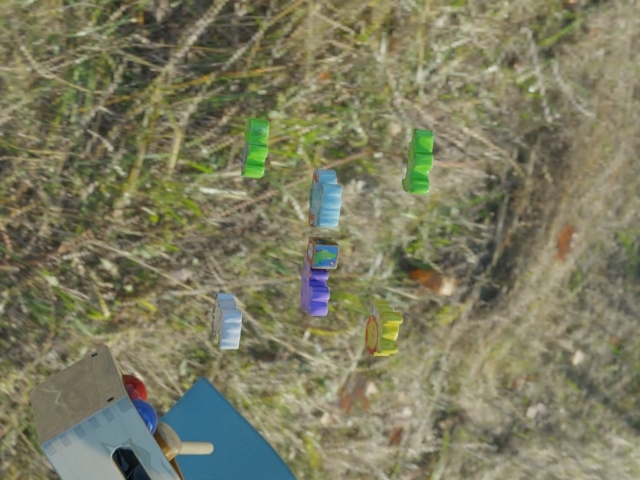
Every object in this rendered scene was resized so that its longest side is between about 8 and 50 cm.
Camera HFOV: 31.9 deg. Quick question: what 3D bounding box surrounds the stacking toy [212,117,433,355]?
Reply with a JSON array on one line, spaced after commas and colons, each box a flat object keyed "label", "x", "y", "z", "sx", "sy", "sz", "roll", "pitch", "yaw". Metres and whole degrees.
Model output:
[{"label": "stacking toy", "x": 0.000, "y": 0.000, "z": 0.992, "sx": 0.167, "sy": 0.052, "sz": 0.221, "roll": 3, "pitch": 109, "yaw": -17}]

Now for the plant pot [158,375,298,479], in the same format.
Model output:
[{"label": "plant pot", "x": -0.119, "y": 0.317, "z": 1.306, "sx": 0.234, "sy": 0.165, "sz": 0.165, "roll": 41, "pitch": 58, "yaw": 6}]

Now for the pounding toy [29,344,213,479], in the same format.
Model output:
[{"label": "pounding toy", "x": -0.145, "y": 0.161, "z": 0.872, "sx": 0.100, "sy": 0.130, "sz": 0.141, "roll": -31, "pitch": 112, "yaw": -8}]
